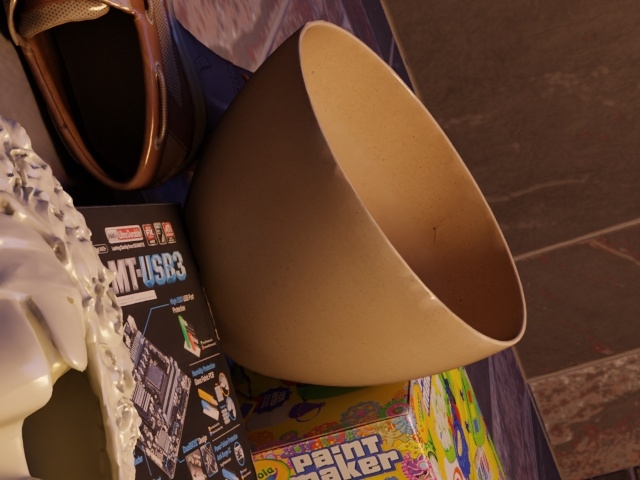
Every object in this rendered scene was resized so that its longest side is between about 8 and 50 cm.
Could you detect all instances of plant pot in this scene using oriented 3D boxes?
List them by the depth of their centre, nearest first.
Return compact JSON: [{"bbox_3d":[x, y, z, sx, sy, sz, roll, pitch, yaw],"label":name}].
[{"bbox_3d":[0.000,0.000,0.991,0.284,0.191,0.284,45,25,-28],"label":"plant pot"}]

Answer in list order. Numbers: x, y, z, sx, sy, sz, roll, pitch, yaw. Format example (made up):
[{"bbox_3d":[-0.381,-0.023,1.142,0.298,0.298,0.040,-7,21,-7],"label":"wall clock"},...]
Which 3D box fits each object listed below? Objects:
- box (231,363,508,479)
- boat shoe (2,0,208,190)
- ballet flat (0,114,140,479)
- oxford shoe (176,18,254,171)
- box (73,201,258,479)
[{"bbox_3d":[0.051,0.210,1.150,0.290,0.177,0.279,-75,145,-65],"label":"box"},{"bbox_3d":[-0.169,-0.184,0.907,0.116,0.123,0.324,-64,133,-68],"label":"boat shoe"},{"bbox_3d":[-0.131,0.108,0.575,0.147,0.147,0.409,-8,81,-76],"label":"ballet flat"},{"bbox_3d":[-0.073,-0.123,1.176,0.363,0.133,0.130,46,30,-62],"label":"oxford shoe"},{"bbox_3d":[-0.124,0.124,0.790,0.295,0.073,0.293,-12,84,-76],"label":"box"}]
